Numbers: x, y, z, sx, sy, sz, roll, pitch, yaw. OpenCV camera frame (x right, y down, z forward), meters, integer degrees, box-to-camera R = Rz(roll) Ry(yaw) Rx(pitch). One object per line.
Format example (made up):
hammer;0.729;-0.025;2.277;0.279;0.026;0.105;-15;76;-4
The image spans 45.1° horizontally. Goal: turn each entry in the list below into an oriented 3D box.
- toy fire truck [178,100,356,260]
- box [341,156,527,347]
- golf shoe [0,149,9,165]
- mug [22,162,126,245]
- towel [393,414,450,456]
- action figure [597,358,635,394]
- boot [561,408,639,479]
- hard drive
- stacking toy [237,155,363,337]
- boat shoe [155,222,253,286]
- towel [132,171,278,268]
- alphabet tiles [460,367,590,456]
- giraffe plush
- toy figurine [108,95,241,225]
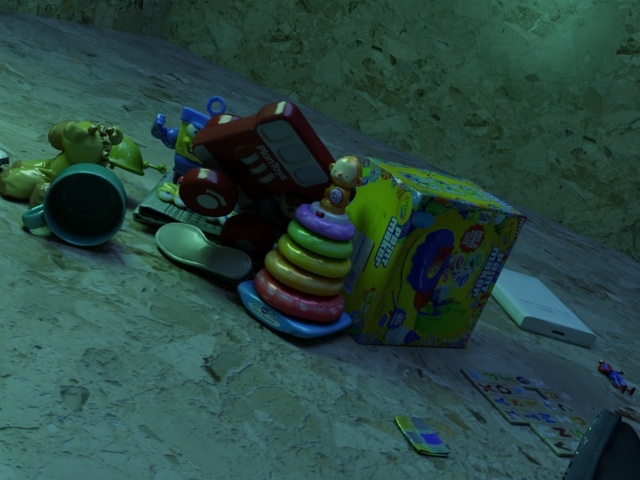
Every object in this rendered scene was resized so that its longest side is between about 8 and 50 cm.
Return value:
toy fire truck;-0.080;-0.102;1.352;0.253;0.169;0.302;-9;-42;31
box;0.181;0.029;1.436;0.279;0.290;0.177;7;22;-37
golf shoe;-0.673;-0.204;1.451;0.198;0.094;0.077;25;16;4
mug;-0.406;-0.069;1.296;0.157;0.130;0.097;16;15;-16
towel;0.145;0.279;1.107;0.060;0.009;0.083;14;18;-25
action figure;0.626;0.286;1.642;0.038;0.030;0.115;11;18;-18
boot;0.487;0.406;0.898;0.445;0.146;0.367;26;25;24
hard drive;0.517;0.151;1.896;0.203;0.040;0.307;16;18;-17
stacking toy;0.000;0.000;1.282;0.175;0.302;0.165;32;20;28
boat shoe;-0.209;0.032;1.384;0.206;0.075;0.065;22;-28;23
towel;-0.213;-0.037;1.594;0.312;0.056;0.324;23;15;-7
alphabet tiles;0.381;0.298;1.339;0.198;0.009;0.237;12;19;-29
giraffe plush;-0.450;-0.143;1.396;0.210;0.171;0.181;20;17;-5
toy figurine;-0.261;-0.200;1.549;0.362;0.217;0.191;25;15;1
